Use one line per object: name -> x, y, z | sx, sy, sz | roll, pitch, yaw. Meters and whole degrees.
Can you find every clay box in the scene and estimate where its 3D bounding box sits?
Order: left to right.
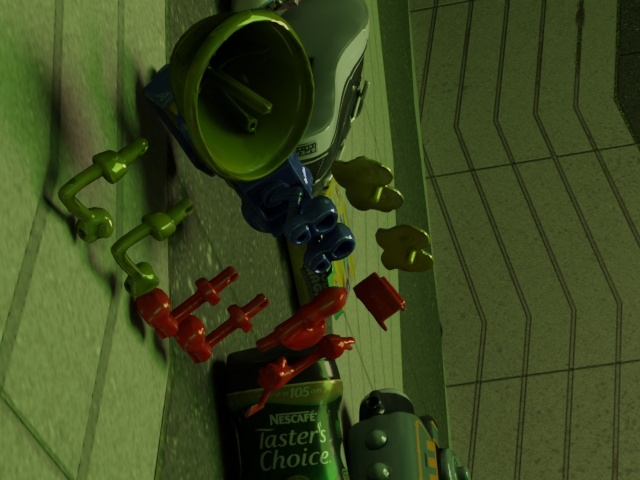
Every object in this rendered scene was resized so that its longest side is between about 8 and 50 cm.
clay box -> 0.000, 0.000, 1.489 | 0.222, 0.053, 0.127 | -66, 146, -71

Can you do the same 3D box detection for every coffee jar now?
coffee jar -> -0.022, 0.173, 1.046 | 0.079, 0.096, 0.184 | 74, 8, -81

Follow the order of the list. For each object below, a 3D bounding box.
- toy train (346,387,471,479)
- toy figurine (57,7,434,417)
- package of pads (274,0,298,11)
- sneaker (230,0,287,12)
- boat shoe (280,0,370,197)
toy train -> 0.101, 0.332, 1.565 | 0.334, 0.142, 0.190 | -89, 157, -48
toy figurine -> -0.086, -0.061, 0.928 | 0.217, 0.191, 0.362 | 51, -2, 35
package of pads -> -0.048, -0.287, 1.479 | 0.083, 0.050, 0.032 | -85, 163, -55
sneaker -> -0.062, -0.292, 1.352 | 0.086, 0.085, 0.237 | 47, 28, -24
boat shoe -> -0.001, -0.164, 1.469 | 0.306, 0.113, 0.105 | -85, 170, -48
